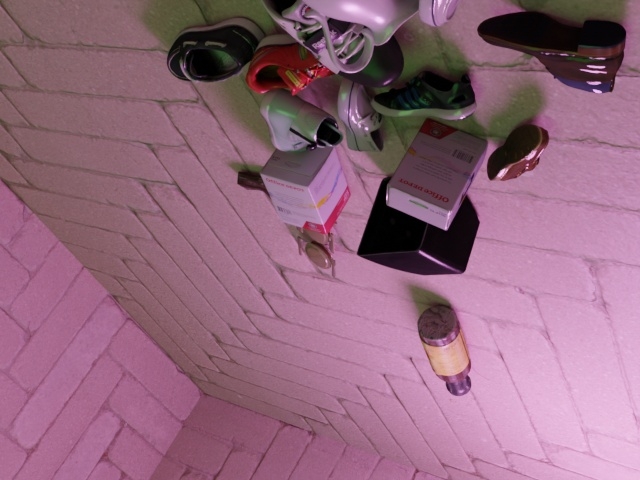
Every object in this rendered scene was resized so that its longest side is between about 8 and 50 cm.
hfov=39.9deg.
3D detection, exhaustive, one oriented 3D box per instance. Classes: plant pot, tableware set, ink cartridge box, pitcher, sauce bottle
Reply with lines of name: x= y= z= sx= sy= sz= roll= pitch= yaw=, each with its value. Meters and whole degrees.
plant pot: x=0.219 y=-0.021 z=1.821 sx=0.167 sy=0.187 sz=0.188 roll=31 pitch=158 yaw=-31
tableware set: x=0.000 y=0.000 z=2.242 sx=0.128 sy=0.039 sz=0.194 roll=33 pitch=151 yaw=24
ink cartridge box: x=0.214 y=-0.123 z=1.628 sx=0.128 sy=0.175 sz=0.072 roll=25 pitch=153 yaw=14
ink cartridge box: x=-0.031 y=-0.125 z=1.945 sx=0.128 sy=0.127 sz=0.176 roll=18 pitch=152 yaw=27
pitcher: x=0.033 y=-0.362 z=1.325 sx=0.207 sy=0.177 sz=0.125 roll=27 pitch=-168 yaw=-37
sauce bottle: x=0.339 y=0.306 z=2.331 sx=0.111 sy=0.111 sz=0.344 roll=15 pitch=148 yaw=30

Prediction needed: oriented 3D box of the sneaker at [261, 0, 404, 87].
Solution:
sneaker: x=-0.006 y=-0.357 z=1.432 sx=0.331 sy=0.146 sz=0.122 roll=39 pitch=113 yaw=-8

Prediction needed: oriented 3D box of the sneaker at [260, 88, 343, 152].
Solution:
sneaker: x=-0.022 y=-0.207 z=1.758 sx=0.151 sy=0.094 sz=0.256 roll=32 pitch=176 yaw=17

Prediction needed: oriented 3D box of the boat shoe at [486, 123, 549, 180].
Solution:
boat shoe: x=0.359 y=-0.155 z=1.562 sx=0.060 sy=0.064 sz=0.178 roll=5 pitch=161 yaw=-16

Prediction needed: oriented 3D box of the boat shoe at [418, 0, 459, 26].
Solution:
boat shoe: x=0.210 y=-0.398 z=1.250 sx=0.088 sy=0.096 sz=0.267 roll=31 pitch=146 yaw=11

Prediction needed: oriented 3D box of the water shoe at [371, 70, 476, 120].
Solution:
water shoe: x=0.181 y=-0.264 z=1.560 sx=0.203 sy=0.073 sz=0.080 roll=8 pitch=125 yaw=32

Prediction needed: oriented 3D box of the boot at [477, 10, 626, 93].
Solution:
boot: x=0.344 y=-0.276 z=1.326 sx=0.219 sy=0.082 sz=0.106 roll=15 pitch=147 yaw=27

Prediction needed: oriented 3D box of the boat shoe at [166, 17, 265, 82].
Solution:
boat shoe: x=-0.234 y=-0.368 z=1.773 sx=0.114 sy=0.091 sz=0.303 roll=44 pitch=151 yaw=-24

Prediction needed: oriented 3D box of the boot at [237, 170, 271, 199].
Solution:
boot: x=-0.149 y=-0.125 z=2.178 sx=0.114 sy=0.037 sz=0.106 roll=6 pitch=132 yaw=36

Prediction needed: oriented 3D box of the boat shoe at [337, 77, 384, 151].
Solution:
boat shoe: x=0.086 y=-0.243 z=1.687 sx=0.076 sy=0.083 sz=0.226 roll=13 pitch=162 yaw=14

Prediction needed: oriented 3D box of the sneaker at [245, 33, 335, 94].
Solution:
sneaker: x=-0.017 y=-0.314 z=1.591 sx=0.279 sy=0.118 sz=0.107 roll=-5 pitch=137 yaw=38
